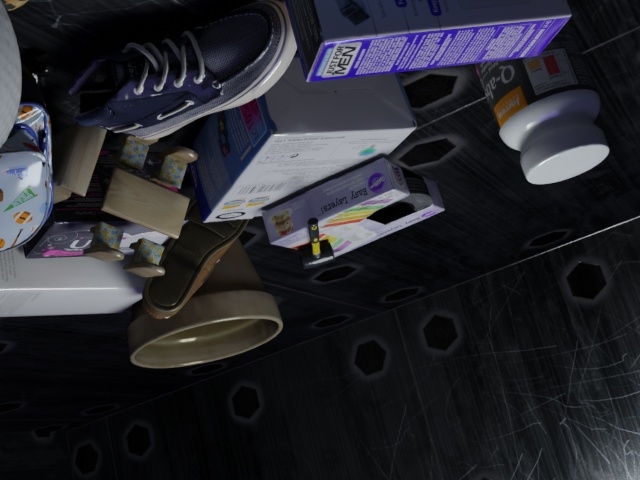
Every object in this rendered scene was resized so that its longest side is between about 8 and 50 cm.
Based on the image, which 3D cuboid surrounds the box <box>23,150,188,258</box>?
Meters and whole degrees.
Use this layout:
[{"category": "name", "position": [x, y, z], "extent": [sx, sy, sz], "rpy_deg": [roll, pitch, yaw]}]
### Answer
[{"category": "box", "position": [-0.387, -0.059, 1.604], "extent": [0.247, 0.142, 0.163], "rpy_deg": [0, 156, -37]}]

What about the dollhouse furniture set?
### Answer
[{"category": "dollhouse furniture set", "position": [-0.311, -0.081, 1.438], "extent": [0.242, 0.212, 0.161], "rpy_deg": [23, 163, -31]}]

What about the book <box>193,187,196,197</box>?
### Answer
[{"category": "book", "position": [-0.165, -0.116, 1.791], "extent": [0.144, 0.035, 0.096], "rpy_deg": [-4, 156, -31]}]

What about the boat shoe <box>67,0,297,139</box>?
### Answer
[{"category": "boat shoe", "position": [-0.197, -0.234, 1.259], "extent": [0.340, 0.127, 0.158], "rpy_deg": [-26, 166, 32]}]

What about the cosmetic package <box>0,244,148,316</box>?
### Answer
[{"category": "cosmetic package", "position": [-0.509, 0.028, 1.684], "extent": [0.365, 0.197, 0.155], "rpy_deg": [4, 154, -42]}]

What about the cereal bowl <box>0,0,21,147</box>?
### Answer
[{"category": "cereal bowl", "position": [-0.485, -0.168, 0.908], "extent": [0.338, 0.141, 0.339], "rpy_deg": [4, 122, 6]}]

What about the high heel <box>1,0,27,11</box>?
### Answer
[{"category": "high heel", "position": [-0.378, -0.313, 0.945], "extent": [0.186, 0.093, 0.261], "rpy_deg": [-25, 165, 23]}]

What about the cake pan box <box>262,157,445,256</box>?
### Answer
[{"category": "cake pan box", "position": [0.069, -0.055, 1.646], "extent": [0.266, 0.070, 0.245], "rpy_deg": [-23, 165, 23]}]

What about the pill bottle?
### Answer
[{"category": "pill bottle", "position": [0.342, -0.241, 1.433], "extent": [0.162, 0.279, 0.162], "rpy_deg": [-14, 161, -5]}]

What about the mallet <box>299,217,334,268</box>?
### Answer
[{"category": "mallet", "position": [0.000, 0.000, 1.587], "extent": [0.062, 0.039, 0.190], "rpy_deg": [-13, 160, -10]}]

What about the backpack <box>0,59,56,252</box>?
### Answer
[{"category": "backpack", "position": [-0.483, -0.091, 1.251], "extent": [0.276, 0.213, 0.263], "rpy_deg": [-11, 147, -19]}]

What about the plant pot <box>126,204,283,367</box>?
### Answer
[{"category": "plant pot", "position": [-0.264, 0.087, 1.910], "extent": [0.323, 0.281, 0.323], "rpy_deg": [-14, 162, -4]}]

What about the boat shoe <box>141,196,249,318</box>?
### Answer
[{"category": "boat shoe", "position": [-0.238, 0.013, 1.725], "extent": [0.307, 0.110, 0.104], "rpy_deg": [-52, 180, -22]}]

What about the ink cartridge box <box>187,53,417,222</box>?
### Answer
[{"category": "ink cartridge box", "position": [-0.059, -0.155, 1.566], "extent": [0.269, 0.151, 0.395], "rpy_deg": [-6, 159, -29]}]

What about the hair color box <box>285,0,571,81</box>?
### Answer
[{"category": "hair color box", "position": [0.128, -0.323, 1.171], "extent": [0.338, 0.185, 0.110], "rpy_deg": [-9, 162, -18]}]
